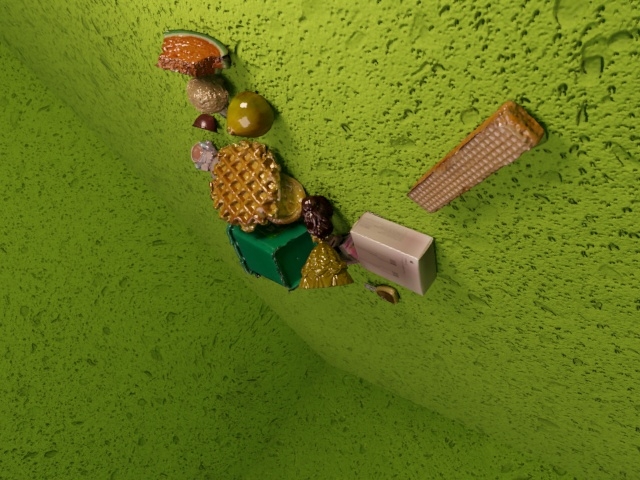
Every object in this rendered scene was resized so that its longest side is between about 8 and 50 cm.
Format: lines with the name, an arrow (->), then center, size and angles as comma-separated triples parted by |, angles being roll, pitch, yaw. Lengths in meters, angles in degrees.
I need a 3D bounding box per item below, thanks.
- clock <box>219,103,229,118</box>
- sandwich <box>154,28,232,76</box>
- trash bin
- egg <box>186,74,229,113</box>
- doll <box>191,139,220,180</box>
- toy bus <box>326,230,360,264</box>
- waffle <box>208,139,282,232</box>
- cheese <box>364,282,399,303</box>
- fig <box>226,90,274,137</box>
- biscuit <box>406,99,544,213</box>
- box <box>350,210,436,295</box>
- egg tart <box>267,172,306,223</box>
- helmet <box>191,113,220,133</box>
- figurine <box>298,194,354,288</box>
clock -> -0.329, -0.447, 1.436 | 0.085, 0.017, 0.085 | 34, 157, 16
sandwich -> -0.350, -0.507, 1.189 | 0.235, 0.159, 0.079 | 12, 146, 13
trash bin -> -0.171, 0.041, 1.688 | 0.381, 0.259, 0.295 | 27, 142, 53
egg -> -0.346, -0.454, 1.318 | 0.140, 0.116, 0.118 | 33, 130, 7
doll -> -0.412, -0.312, 1.690 | 0.287, 0.151, 0.151 | 34, 159, 32
toy bus -> 0.076, 0.036, 1.624 | 0.112, 0.090, 0.274 | 42, 158, -13
waffle -> -0.269, -0.191, 1.499 | 0.302, 0.325, 0.068 | 1, 180, 26
cheese -> 0.247, 0.206, 1.749 | 0.162, 0.036, 0.086 | 19, 149, 40
fig -> -0.208, -0.370, 1.266 | 0.136, 0.121, 0.153 | 46, 135, -2
biscuit -> 0.312, -0.158, 0.914 | 0.094, 0.054, 0.378 | 39, 158, -1
box -> 0.236, 0.040, 1.361 | 0.252, 0.106, 0.203 | 24, 152, 32
egg tart -> -0.140, -0.151, 1.547 | 0.191, 0.191, 0.074 | 41, -171, -4
helmet -> -0.410, -0.430, 1.550 | 0.111, 0.057, 0.089 | 21, -172, 27
figurine -> 0.002, 0.000, 1.469 | 0.187, 0.168, 0.315 | -7, 90, 43
